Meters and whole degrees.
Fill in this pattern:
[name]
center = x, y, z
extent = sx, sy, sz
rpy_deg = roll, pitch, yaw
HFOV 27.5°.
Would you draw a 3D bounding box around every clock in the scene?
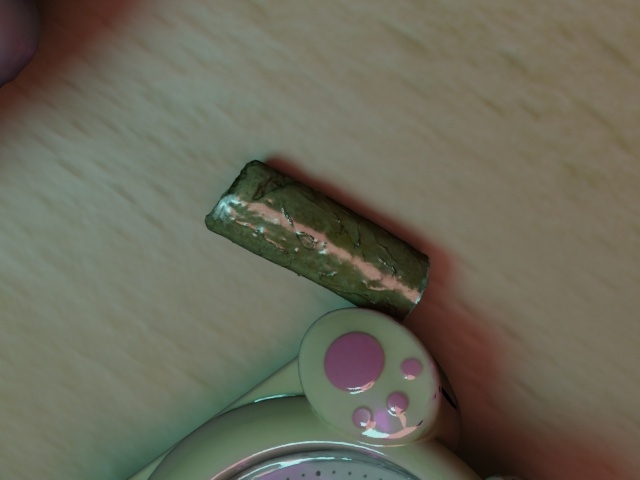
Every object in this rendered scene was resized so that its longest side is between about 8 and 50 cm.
[clock]
center = 0.010, 0.225, 0.718
extent = 0.284, 0.114, 0.309
rpy_deg = -35, 64, -2

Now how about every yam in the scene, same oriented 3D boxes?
[yam]
center = 0.000, 0.000, 0.776
extent = 0.132, 0.054, 0.054
rpy_deg = 29, 102, -2

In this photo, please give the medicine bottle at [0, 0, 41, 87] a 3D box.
[medicine bottle]
center = -0.240, -0.180, 0.656
extent = 0.325, 0.256, 0.256
rpy_deg = -38, 96, 3
